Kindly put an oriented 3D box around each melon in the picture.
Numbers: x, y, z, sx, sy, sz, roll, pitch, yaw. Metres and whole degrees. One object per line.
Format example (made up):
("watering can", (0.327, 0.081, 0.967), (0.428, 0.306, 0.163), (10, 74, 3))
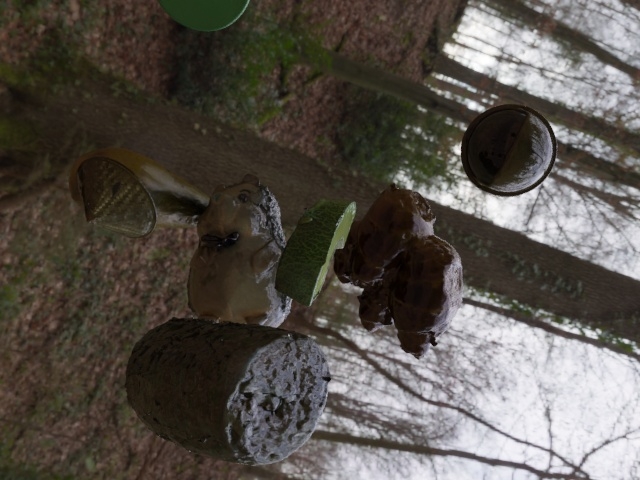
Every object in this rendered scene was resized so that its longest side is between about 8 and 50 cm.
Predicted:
("melon", (0.000, 0.000, 0.886), (0.209, 0.064, 0.118), (-47, 151, -66))

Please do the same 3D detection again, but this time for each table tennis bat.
("table tennis bat", (-0.157, -0.437, 0.963), (0.257, 0.160, 0.039), (-34, -151, 30))

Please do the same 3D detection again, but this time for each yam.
("yam", (-0.073, 0.111, 0.467), (0.183, 0.107, 0.107), (-10, -115, 54))

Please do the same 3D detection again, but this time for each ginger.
("ginger", (0.168, 0.078, 1.344), (0.274, 0.357, 0.152), (-31, 178, 22))

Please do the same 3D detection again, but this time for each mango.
("mango", (-0.411, -0.113, 1.443), (0.176, 0.329, 0.175), (38, -69, 51))

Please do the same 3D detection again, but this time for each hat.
("hat", (-0.322, -0.046, 0.915), (0.067, 0.146, 0.146), (-54, 178, -46))

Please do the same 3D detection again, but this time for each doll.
("doll", (-0.176, 0.032, 1.368), (0.247, 0.247, 0.349), (139, -42, -61))

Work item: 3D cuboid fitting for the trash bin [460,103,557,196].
("trash bin", (0.444, -0.212, 1.469), (0.334, 0.214, 0.214), (-27, 138, -72))
